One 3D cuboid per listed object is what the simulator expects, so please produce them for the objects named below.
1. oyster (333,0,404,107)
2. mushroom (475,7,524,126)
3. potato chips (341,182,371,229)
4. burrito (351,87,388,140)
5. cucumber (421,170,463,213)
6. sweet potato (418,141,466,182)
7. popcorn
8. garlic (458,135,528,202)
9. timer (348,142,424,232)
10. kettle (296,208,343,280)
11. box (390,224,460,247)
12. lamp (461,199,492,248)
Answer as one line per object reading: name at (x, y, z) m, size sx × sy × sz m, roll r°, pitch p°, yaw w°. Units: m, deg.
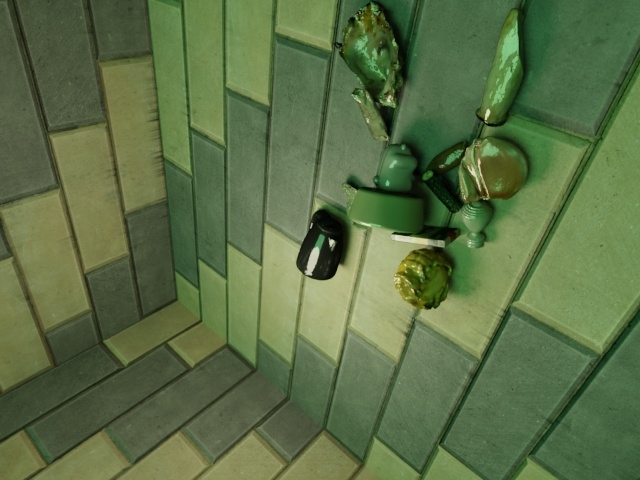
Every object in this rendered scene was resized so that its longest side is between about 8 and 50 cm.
oyster at (0.216, -0.658, 1.572) m, size 0.221 × 0.096 × 0.361 m, roll -37°, pitch 85°, yaw 44°
mushroom at (0.560, -0.508, 1.324) m, size 0.107 × 0.087 × 0.333 m, roll 31°, pitch 129°, yaw 30°
potato chips at (0.169, -0.157, 1.939) m, size 0.167 × 0.059 × 0.228 m, roll -10°, pitch 100°, yaw 41°
burrito at (0.186, -0.473, 1.645) m, size 0.082 × 0.059 × 0.275 m, roll 20°, pitch 163°, yaw 36°
cucumber at (0.444, -0.178, 1.609) m, size 0.187 × 0.058 × 0.058 m, roll 43°, pitch 142°, yaw -18°
sweet potato at (0.435, -0.270, 1.592) m, size 0.077 × 0.077 × 0.244 m, roll 57°, pitch 138°, yaw 3°
popcorn at (0.407, 0.151, 1.762) m, size 0.190 × 0.250 × 0.250 m, roll -123°, pitch 17°, yaw -72°
garlic at (0.570, -0.243, 1.455) m, size 0.217 × 0.110 × 0.228 m, roll 3°, pitch 121°, yaw 32°
timer at (0.277, -0.211, 1.678) m, size 0.291 × 0.291 × 0.315 m, roll 19°, pitch 105°, yaw 37°
kettle at (0.000, 0.000, 2.113) m, size 0.268 × 0.207 × 0.290 m, roll -122°, pitch 38°, yaw -46°
box at (0.409, -0.023, 1.719) m, size 0.235 × 0.132 × 0.034 m, roll 10°, pitch 118°, yaw 42°
lamp at (0.558, -0.060, 1.578) m, size 0.106 × 0.106 × 0.193 m, roll 20°, pitch 134°, yaw 36°
